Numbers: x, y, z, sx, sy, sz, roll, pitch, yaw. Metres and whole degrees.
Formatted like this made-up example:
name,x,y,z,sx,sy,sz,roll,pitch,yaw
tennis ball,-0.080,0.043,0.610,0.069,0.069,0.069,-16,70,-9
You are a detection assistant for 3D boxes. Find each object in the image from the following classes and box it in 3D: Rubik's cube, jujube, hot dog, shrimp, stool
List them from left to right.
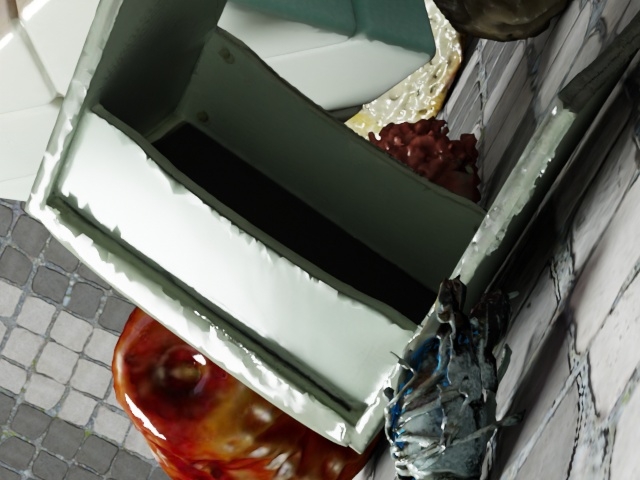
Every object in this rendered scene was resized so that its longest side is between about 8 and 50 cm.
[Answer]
name,x,y,z,sx,sy,sz,roll,pitch,yaw
Rubik's cube,-0.152,-0.225,1.149,0.319,0.322,0.316,-32,62,42
jujube,-0.045,0.093,1.032,0.190,0.190,0.255,-64,-16,1
stool,0.007,-0.069,0.854,0.170,0.243,0.270,-45,-13,-51
hot dog,0.069,-0.230,1.909,0.367,0.196,0.365,-60,2,29
shrimp,0.061,0.103,0.743,0.082,0.076,0.174,26,-96,-53

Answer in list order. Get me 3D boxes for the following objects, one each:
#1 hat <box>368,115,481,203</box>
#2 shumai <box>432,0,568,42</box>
name,x,y,z,sx,sy,sz,roll,pitch,yaw
hat,0.000,0.000,1.175,0.286,0.237,0.107,-27,34,24
shumai,0.164,-0.261,1.202,0.185,0.184,0.218,-27,1,15
